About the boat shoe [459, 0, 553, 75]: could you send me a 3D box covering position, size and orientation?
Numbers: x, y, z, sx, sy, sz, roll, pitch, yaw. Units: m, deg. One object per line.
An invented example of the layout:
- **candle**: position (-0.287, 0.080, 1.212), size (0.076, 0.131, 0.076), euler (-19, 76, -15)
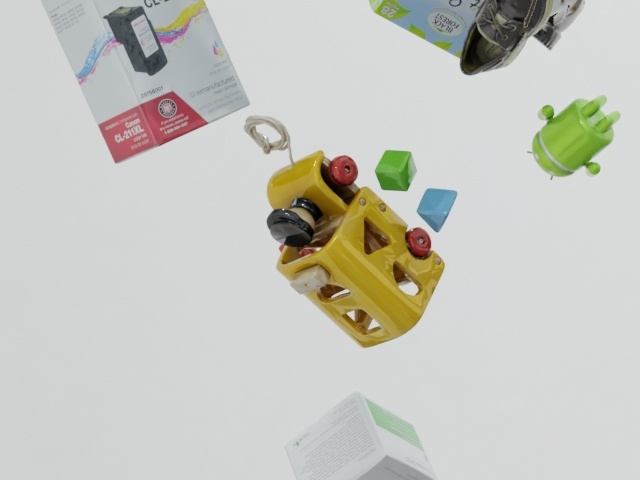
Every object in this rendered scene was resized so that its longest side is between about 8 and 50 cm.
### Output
- **boat shoe**: position (0.168, -0.196, 1.462), size (0.049, 0.056, 0.152), euler (-38, -16, -27)

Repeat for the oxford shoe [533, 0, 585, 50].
- **oxford shoe**: position (0.243, -0.281, 1.752), size (0.096, 0.083, 0.227), euler (-46, -13, 10)

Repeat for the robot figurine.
- **robot figurine**: position (0.294, -0.119, 1.863), size (0.115, 0.101, 0.067), euler (-41, -3, 33)

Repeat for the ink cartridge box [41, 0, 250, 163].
- **ink cartridge box**: position (-0.162, -0.177, 1.481), size (0.127, 0.175, 0.072), euler (-29, 8, -41)

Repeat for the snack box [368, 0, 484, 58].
- **snack box**: position (0.181, -0.327, 1.899), size (0.207, 0.174, 0.070), euler (-52, 31, 26)

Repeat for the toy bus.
- **toy bus**: position (0.012, 0.006, 1.434), size (0.191, 0.202, 0.104), euler (85, -154, -49)

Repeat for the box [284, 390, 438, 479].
- **box**: position (0.041, 0.221, 1.564), size (0.102, 0.087, 0.101), euler (-39, -44, 17)
